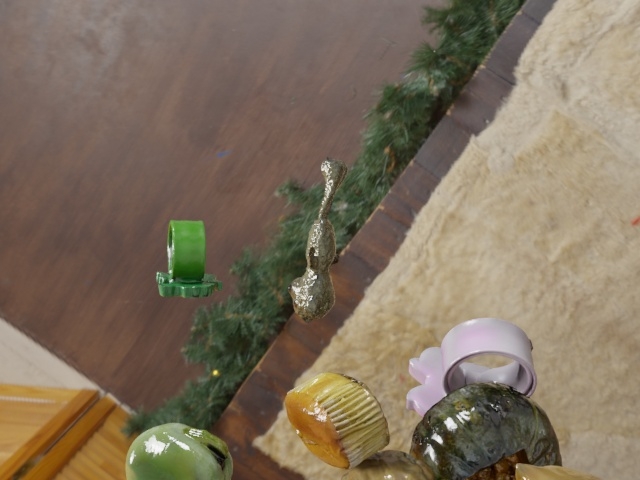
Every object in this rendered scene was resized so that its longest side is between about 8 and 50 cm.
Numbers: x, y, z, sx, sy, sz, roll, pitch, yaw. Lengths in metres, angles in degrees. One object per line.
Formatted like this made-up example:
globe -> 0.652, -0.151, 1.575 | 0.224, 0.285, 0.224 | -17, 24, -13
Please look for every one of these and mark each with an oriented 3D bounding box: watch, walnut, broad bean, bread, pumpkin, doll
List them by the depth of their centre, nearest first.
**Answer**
walnut -> 0.115, 0.438, 1.148 | 0.198, 0.245, 0.198 | 0, 95, -3
bread -> 0.020, 0.293, 1.156 | 0.114, 0.190, 0.132 | -27, 100, -21
doll -> 0.000, 0.004, 1.310 | 0.091, 0.203, 0.286 | 9, 118, -1
broad bean -> -0.270, 0.422, 1.329 | 0.228, 0.100, 0.169 | -28, 76, 15
pumpkin -> 0.315, 0.435, 1.374 | 0.320, 0.192, 0.320 | -2, 102, -7
watch -> -0.269, 0.035, 1.474 | 0.131, 0.165, 0.152 | 3, 95, -15
watch -> 0.324, 0.263, 1.509 | 0.248, 0.211, 0.217 | 12, 125, 0

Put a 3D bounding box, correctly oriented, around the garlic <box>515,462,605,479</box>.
garlic -> 0.342, 0.413, 0.829 | 0.196, 0.338, 0.151 | 30, 107, -19
